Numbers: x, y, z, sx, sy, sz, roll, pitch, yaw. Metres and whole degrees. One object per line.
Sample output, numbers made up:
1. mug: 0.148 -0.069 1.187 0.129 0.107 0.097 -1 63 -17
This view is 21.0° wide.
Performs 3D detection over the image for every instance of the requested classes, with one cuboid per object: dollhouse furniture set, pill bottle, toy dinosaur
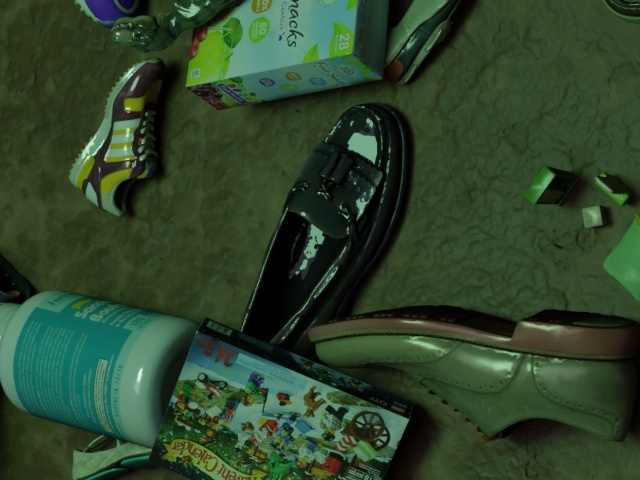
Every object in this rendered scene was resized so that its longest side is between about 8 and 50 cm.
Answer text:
1. dollhouse furniture set: 0.270 -0.013 1.635 0.151 0.058 0.076 44 111 25
2. pill bottle: -0.253 0.136 1.906 0.264 0.146 0.146 11 95 31
3. toy dinosaur: -0.100 -0.288 1.781 0.268 0.064 0.118 -28 58 16

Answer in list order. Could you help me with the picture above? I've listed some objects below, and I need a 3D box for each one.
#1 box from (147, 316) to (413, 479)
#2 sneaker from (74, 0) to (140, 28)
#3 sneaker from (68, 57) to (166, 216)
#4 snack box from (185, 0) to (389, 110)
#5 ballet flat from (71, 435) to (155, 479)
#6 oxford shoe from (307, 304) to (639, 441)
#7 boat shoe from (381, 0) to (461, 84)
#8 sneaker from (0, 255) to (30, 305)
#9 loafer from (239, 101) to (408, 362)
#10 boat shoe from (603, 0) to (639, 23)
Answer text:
1. box: -0.042 0.197 1.764 0.233 0.044 0.159 22 109 2
2. sneaker: -0.207 -0.385 1.911 0.146 0.102 0.293 -2 88 31
3. sneaker: -0.206 -0.115 1.934 0.084 0.069 0.185 38 115 17
4. snack box: -0.031 -0.240 1.792 0.207 0.070 0.175 -8 65 30
5. ballet flat: -0.219 0.235 1.938 0.168 0.057 0.052 -20 69 30
6. oxford shoe: 0.140 0.132 1.680 0.348 0.123 0.130 2 96 33
7. boat shoe: 0.108 -0.216 1.749 0.137 0.043 0.049 -49 30 20
8. sneaker: -0.426 0.127 1.992 0.180 0.124 0.321 -30 57 24
9. loafer: 0.000 0.000 1.780 0.109 0.095 0.303 29 104 30
10. boat shoe: 0.290 -0.376 1.590 0.123 0.123 0.342 7 93 32
